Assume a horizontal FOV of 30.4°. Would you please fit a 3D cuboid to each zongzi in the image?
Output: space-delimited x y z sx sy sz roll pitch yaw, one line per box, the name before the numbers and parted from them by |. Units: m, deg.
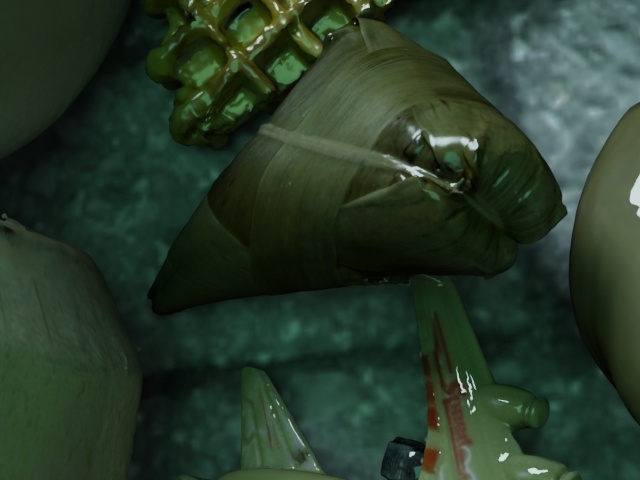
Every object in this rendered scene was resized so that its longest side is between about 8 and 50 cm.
zongzi | 0.000 0.000 0.478 0.176 0.160 0.078 -44 115 6

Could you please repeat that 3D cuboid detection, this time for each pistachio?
pistachio | 0.151 0.012 0.459 0.113 0.113 0.149 -5 80 11

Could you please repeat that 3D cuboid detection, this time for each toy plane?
toy plane | 0.046 0.128 0.462 0.244 0.092 0.229 12 79 32

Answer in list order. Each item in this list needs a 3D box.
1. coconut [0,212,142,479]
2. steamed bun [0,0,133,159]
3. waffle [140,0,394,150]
coconut | -0.190 0.089 0.466 0.227 0.227 0.230 15 89 14
steamed bun | -0.179 -0.121 0.503 0.146 0.242 0.164 16 119 17
waffle | 0.007 -0.129 0.547 0.192 0.046 0.161 -6 77 11
